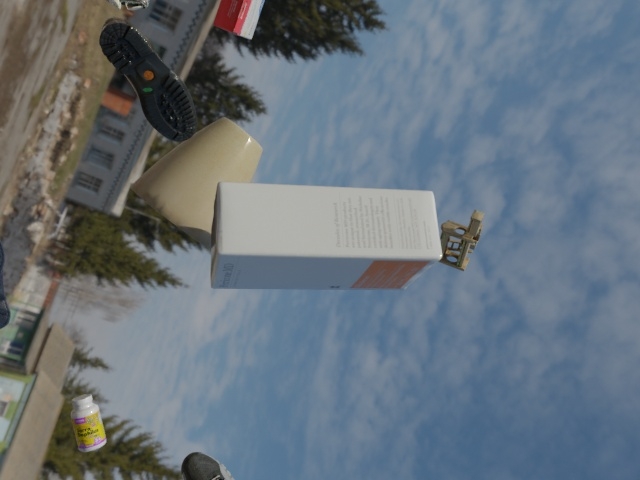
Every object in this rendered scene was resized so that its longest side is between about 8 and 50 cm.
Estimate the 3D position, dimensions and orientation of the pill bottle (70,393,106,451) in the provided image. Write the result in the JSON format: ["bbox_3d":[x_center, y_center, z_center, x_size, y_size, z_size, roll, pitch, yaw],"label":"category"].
[{"bbox_3d":[-0.373,0.291,0.989,0.043,0.043,0.083,0,-77,67],"label":"pill bottle"}]

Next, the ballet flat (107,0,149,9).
[{"bbox_3d":[-0.460,-0.560,1.446,0.041,0.114,0.041,-178,-90,-81],"label":"ballet flat"}]

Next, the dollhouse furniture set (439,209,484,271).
[{"bbox_3d":[0.401,-0.041,1.744,0.161,0.101,0.181,-50,156,-47],"label":"dollhouse furniture set"}]

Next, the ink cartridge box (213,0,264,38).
[{"bbox_3d":[-0.226,-0.642,1.712,0.231,0.078,0.134,-70,-178,-76],"label":"ink cartridge box"}]

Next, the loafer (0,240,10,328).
[{"bbox_3d":[-0.943,0.100,1.734,0.095,0.109,0.302,11,-72,55],"label":"loafer"}]

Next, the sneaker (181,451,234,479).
[{"bbox_3d":[-0.168,0.496,1.188,0.086,0.228,0.132,-38,-179,-39],"label":"sneaker"}]

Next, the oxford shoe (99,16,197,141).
[{"bbox_3d":[-0.271,-0.264,1.005,0.083,0.227,0.096,-28,-141,-2],"label":"oxford shoe"}]

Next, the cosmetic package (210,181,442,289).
[{"bbox_3d":[0.000,0.000,1.320,0.230,0.453,0.161,120,-31,-65],"label":"cosmetic package"}]

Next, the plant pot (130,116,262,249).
[{"bbox_3d":[-0.276,-0.158,1.515,0.274,0.256,0.256,-52,-159,-4],"label":"plant pot"}]
